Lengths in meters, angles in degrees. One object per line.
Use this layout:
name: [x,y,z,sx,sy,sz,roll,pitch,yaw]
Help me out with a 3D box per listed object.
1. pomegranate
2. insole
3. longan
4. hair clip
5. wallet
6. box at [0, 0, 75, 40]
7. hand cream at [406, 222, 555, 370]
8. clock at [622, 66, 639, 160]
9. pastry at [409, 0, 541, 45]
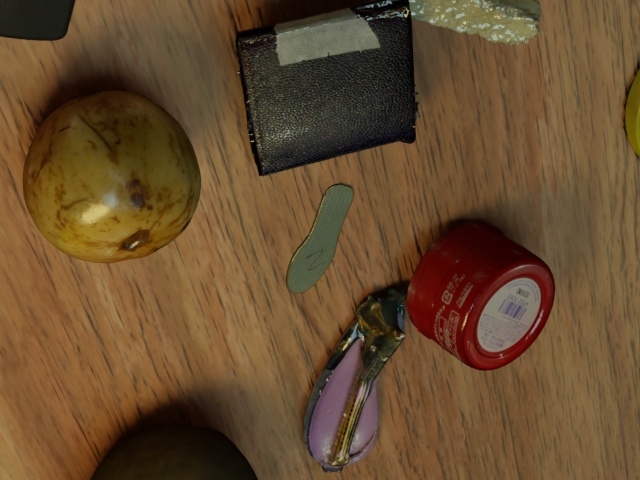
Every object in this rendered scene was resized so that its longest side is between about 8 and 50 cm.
pomegranate: [-0.257,-0.081,1.777,0.215,0.215,0.215,-11,128,-15]
insole: [0.000,0.000,2.062,0.064,0.004,0.188,7,122,-28]
longan: [-0.221,0.422,2.116,0.288,0.288,0.350,10,131,-29]
hair clip: [0.051,0.225,2.219,0.110,0.096,0.358,-31,151,-45]
wallet: [0.010,-0.193,1.840,0.221,0.071,0.262,-11,147,-3]
box: [-0.343,-0.290,1.691,0.126,0.027,0.125,4,125,-27]
hand cream: [0.232,0.081,2.114,0.193,0.125,0.193,-23,131,-29]
clock: [0.577,-0.207,2.110,0.277,0.071,0.293,13,119,-31]
pastry: [0.161,-0.313,1.822,0.259,0.121,0.089,6,126,-27]
